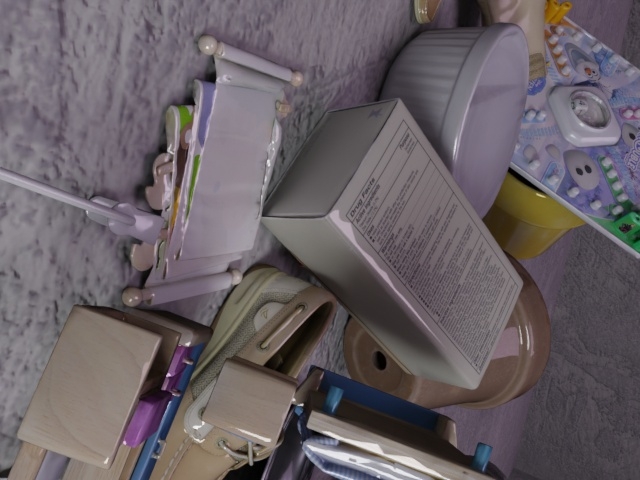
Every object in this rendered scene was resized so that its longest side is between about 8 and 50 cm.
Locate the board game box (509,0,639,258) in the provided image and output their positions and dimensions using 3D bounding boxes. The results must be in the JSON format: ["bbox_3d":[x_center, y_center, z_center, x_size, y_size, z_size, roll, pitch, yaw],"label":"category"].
[{"bbox_3d":[0.462,-0.223,1.108,0.390,0.390,0.050,-54,179,-31],"label":"board game box"}]

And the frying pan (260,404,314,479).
[{"bbox_3d":[-0.063,0.353,0.794,0.197,0.053,0.326,44,63,-78],"label":"frying pan"}]

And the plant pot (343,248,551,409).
[{"bbox_3d":[0.165,0.144,0.948,0.229,0.263,0.263,-12,119,-40],"label":"plant pot"}]

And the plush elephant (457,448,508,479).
[{"bbox_3d":[0.179,0.473,1.121,0.271,0.330,0.256,-25,143,-20],"label":"plush elephant"}]

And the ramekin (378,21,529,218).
[{"bbox_3d":[0.174,-0.158,0.871,0.273,0.127,0.273,-40,140,-45],"label":"ramekin"}]

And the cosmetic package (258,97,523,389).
[{"bbox_3d":[0.093,0.014,0.719,0.309,0.113,0.160,48,61,-31],"label":"cosmetic package"}]

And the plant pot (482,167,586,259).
[{"bbox_3d":[0.402,-0.096,1.226,0.254,0.253,0.239,-53,162,-32],"label":"plant pot"}]

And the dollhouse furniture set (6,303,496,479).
[{"bbox_3d":[-0.024,0.191,0.445,0.286,0.303,0.198,115,-4,-82],"label":"dollhouse furniture set"}]

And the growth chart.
[{"bbox_3d":[-0.089,-0.056,0.564,0.172,0.021,0.238,9,99,-62],"label":"growth chart"}]

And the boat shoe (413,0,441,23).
[{"bbox_3d":[0.153,-0.338,0.808,0.050,0.045,0.136,0,106,-61],"label":"boat shoe"}]

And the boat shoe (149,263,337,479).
[{"bbox_3d":[-0.085,0.165,0.624,0.302,0.098,0.109,-60,150,-22],"label":"boat shoe"}]

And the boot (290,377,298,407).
[{"bbox_3d":[-0.066,0.181,0.739,0.118,0.042,0.087,-46,139,-45],"label":"boot"}]

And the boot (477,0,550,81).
[{"bbox_3d":[0.319,-0.360,0.997,0.262,0.095,0.204,-39,124,-40],"label":"boot"}]

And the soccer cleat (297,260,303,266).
[{"bbox_3d":[0.000,0.000,0.756,0.083,0.029,0.036,-63,148,-25],"label":"soccer cleat"}]

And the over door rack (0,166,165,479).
[{"bbox_3d":[-0.212,0.058,0.316,0.324,0.108,0.240,28,83,-63],"label":"over door rack"}]
